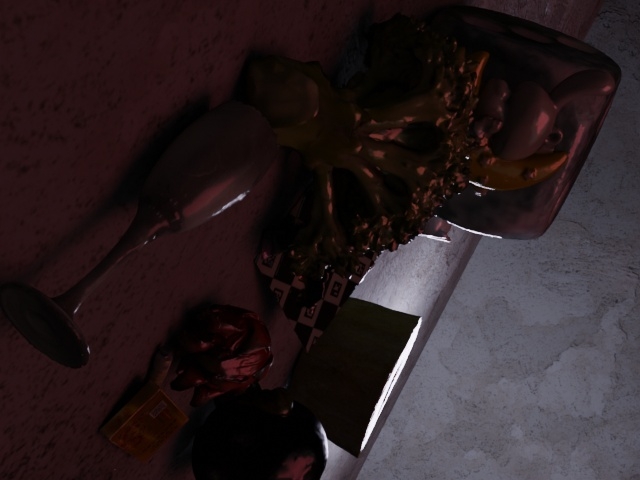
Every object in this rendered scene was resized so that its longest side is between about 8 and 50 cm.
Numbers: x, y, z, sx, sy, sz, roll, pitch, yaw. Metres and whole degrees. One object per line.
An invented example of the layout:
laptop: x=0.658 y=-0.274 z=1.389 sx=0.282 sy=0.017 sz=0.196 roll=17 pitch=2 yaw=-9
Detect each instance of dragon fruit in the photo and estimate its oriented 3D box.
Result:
dragon fruit: x=-0.129 y=0.145 z=1.090 sx=0.121 sy=0.130 sz=0.142 roll=-33 pitch=-174 yaw=35

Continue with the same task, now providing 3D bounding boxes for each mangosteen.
mangosteen: x=-0.106 y=0.324 z=1.290 sx=0.216 sy=0.216 sz=0.216 roll=-53 pitch=161 yaw=-28

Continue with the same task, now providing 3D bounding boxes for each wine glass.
wine glass: x=-0.161 y=0.036 z=0.842 sx=0.309 sy=0.096 sz=0.264 roll=-51 pitch=157 yaw=-37

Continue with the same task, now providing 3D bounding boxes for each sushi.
sushi: x=0.000 y=0.000 z=1.343 sx=0.290 sy=0.050 sz=0.264 roll=-53 pitch=140 yaw=-26

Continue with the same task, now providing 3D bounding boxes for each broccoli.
broccoli: x=0.060 y=-0.170 z=1.073 sx=0.397 sy=0.275 sz=0.353 roll=58 pitch=40 yaw=-47

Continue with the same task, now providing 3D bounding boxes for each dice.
dice: x=0.326 y=-0.219 z=1.484 sx=0.348 sy=0.328 sz=0.330 roll=-34 pitch=147 yaw=-58

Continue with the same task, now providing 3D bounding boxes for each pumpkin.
pumpkin: x=0.067 y=0.267 z=1.727 sx=0.332 sy=0.199 sz=0.332 roll=-60 pitch=171 yaw=-16

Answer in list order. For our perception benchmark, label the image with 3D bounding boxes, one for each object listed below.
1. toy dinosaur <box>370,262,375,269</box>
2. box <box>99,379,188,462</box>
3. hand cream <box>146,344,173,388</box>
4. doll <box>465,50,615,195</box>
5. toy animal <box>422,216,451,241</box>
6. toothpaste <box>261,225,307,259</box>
toy dinosaur: x=0.064 y=0.061 z=1.601 sx=0.167 sy=0.053 sz=0.242 roll=-62 pitch=173 yaw=20
box: x=-0.225 y=0.238 z=1.060 sx=0.089 sy=0.022 sz=0.156 roll=-47 pitch=159 yaw=-14
hand cream: x=-0.211 y=0.177 z=1.047 sx=0.035 sy=0.022 sz=0.102 roll=-34 pitch=152 yaw=-56
doll: x=0.284 y=-0.178 z=1.245 sx=0.111 sy=0.238 sz=0.252 roll=-79 pitch=-170 yaw=-58
toy animal: x=0.269 y=-0.129 z=1.779 sx=0.282 sy=0.138 sz=0.140 roll=-66 pitch=158 yaw=7
toothpaste: x=-0.029 y=-0.006 z=1.233 sx=0.170 sy=0.028 sz=0.045 roll=-13 pitch=118 yaw=-49
